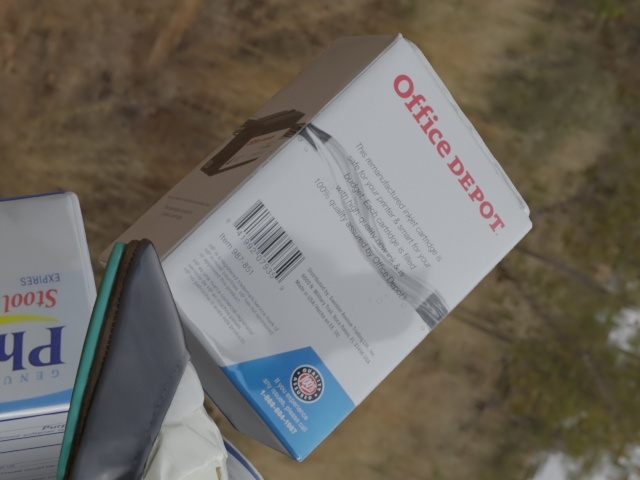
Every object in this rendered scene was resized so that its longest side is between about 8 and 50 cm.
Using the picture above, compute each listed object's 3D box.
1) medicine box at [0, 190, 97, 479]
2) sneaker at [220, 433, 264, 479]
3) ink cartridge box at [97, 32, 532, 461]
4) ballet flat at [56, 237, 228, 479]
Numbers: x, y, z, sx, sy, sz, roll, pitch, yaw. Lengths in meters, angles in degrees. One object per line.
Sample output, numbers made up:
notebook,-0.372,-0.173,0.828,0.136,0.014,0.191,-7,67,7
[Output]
medicine box,-0.289,0.098,1.138,0.289,0.264,0.149,118,-38,-66
sneaker,-0.206,0.220,1.615,0.182,0.315,0.127,-50,-177,-17
ink cartridge box,0.000,0.000,1.470,0.307,0.223,0.129,-44,-157,-17
ballet flat,-0.074,0.102,0.627,0.074,0.074,0.203,2,106,-81
